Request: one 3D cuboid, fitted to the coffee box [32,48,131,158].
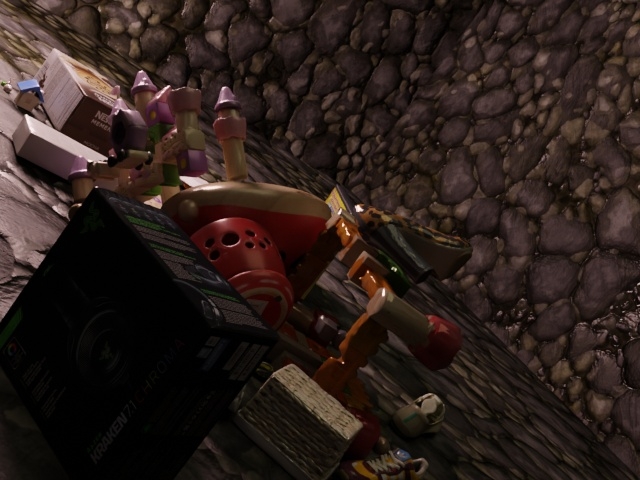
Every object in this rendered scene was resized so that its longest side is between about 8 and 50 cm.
[{"bbox_3d":[-0.569,-0.327,2.147,0.168,0.119,0.297,28,14,-43],"label":"coffee box"}]

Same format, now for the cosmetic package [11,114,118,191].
[{"bbox_3d":[-0.504,-0.160,1.810,0.239,0.060,0.099,30,11,-35],"label":"cosmetic package"}]

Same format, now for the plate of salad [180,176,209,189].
[{"bbox_3d":[-0.293,-0.119,2.338,0.199,0.048,0.200,28,5,-3],"label":"plate of salad"}]

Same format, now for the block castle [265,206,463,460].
[{"bbox_3d":[0.068,0.165,1.622,0.212,0.303,0.453,34,12,-22],"label":"block castle"}]

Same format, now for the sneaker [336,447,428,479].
[{"bbox_3d":[0.102,0.370,1.444,0.185,0.084,0.069,25,16,-49],"label":"sneaker"}]

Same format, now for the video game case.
[{"bbox_3d":[0.000,0.000,2.226,0.035,0.248,0.275,32,12,-15],"label":"video game case"}]

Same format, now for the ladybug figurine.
[{"bbox_3d":[-0.146,-0.010,1.825,0.449,0.305,0.162,11,69,-57],"label":"ladybug figurine"}]

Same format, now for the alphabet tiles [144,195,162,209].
[{"bbox_3d":[-0.324,-0.050,2.024,0.284,0.021,0.278,29,13,-37],"label":"alphabet tiles"}]

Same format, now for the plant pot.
[{"bbox_3d":[-0.146,0.082,1.605,0.191,0.191,0.174,26,21,-43],"label":"plant pot"}]

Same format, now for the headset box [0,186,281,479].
[{"bbox_3d":[-0.231,0.111,1.050,0.283,0.246,0.131,45,13,33],"label":"headset box"}]

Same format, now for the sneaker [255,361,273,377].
[{"bbox_3d":[-0.122,0.215,1.553,0.083,0.031,0.035,34,-11,-3],"label":"sneaker"}]

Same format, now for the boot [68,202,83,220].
[{"bbox_3d":[-0.318,0.009,1.613,0.248,0.090,0.207,38,12,25],"label":"boot"}]

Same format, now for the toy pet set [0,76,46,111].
[{"bbox_3d":[-0.684,-0.355,2.044,0.122,0.065,0.114,27,15,-40],"label":"toy pet set"}]

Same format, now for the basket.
[{"bbox_3d":[-0.029,0.280,1.358,0.167,0.103,0.113,40,12,11],"label":"basket"}]

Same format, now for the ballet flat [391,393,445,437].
[{"bbox_3d":[0.222,0.362,1.863,0.086,0.086,0.248,40,11,17],"label":"ballet flat"}]

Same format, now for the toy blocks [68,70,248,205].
[{"bbox_3d":[-0.336,-0.222,1.726,0.308,0.288,0.260,3,73,-46],"label":"toy blocks"}]

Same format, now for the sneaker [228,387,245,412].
[{"bbox_3d":[-0.154,0.192,1.408,0.094,0.090,0.235,16,6,-1],"label":"sneaker"}]

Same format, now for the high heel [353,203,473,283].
[{"bbox_3d":[0.177,-0.012,1.639,0.186,0.093,0.261,46,26,21],"label":"high heel"}]
